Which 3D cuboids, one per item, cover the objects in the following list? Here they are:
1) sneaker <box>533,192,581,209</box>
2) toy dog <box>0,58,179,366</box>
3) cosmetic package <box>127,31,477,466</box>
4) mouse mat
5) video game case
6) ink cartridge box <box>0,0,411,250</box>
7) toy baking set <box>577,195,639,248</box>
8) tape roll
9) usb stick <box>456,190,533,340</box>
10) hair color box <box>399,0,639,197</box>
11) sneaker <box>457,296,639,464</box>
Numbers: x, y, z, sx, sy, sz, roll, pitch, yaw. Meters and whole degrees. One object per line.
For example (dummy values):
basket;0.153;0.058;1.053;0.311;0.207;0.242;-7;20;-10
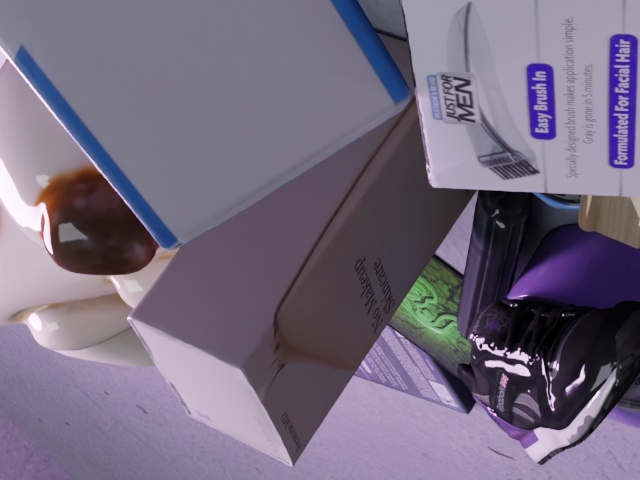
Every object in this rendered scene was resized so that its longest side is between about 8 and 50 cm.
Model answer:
sneaker;0.220;-0.062;1.153;0.188;0.067;0.078;9;126;50
toy dog;-0.206;-0.070;1.341;0.395;0.284;0.408;5;165;-22
cosmetic package;0.000;0.000;1.240;0.113;0.309;0.160;21;155;28
mouse mat;0.114;0.070;1.591;0.190;0.007;0.152;37;147;-4
video game case;0.029;0.100;1.786;0.274;0.026;0.196;16;152;40
ink cartridge box;-0.133;-0.226;0.911;0.285;0.166;0.395;54;-175;-36
toy baking set;0.265;-0.070;1.040;0.197;0.030;0.256;37;136;5
tape roll;0.252;0.076;1.348;0.189;0.080;0.189;29;158;13
usb stick;0.148;0.010;1.370;0.045;0.077;0.278;2;154;2
hair color box;0.220;-0.109;0.828;0.339;0.110;0.185;2;149;11
sneaker;0.174;0.097;1.264;0.124;0.107;0.283;39;158;6
